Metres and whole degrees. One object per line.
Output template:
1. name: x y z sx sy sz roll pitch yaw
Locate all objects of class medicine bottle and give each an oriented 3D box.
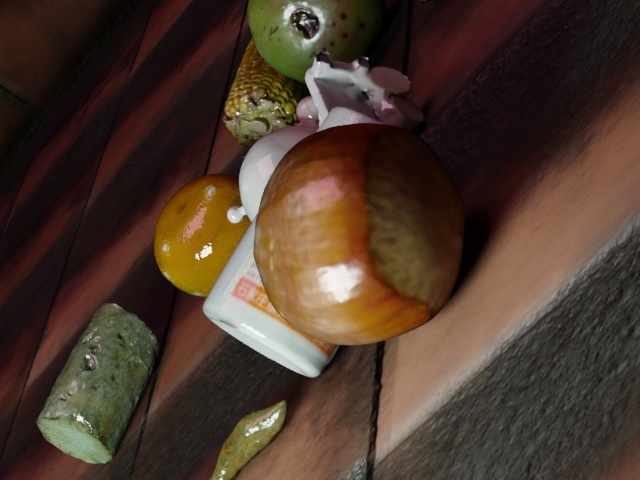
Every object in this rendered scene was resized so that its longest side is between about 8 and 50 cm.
1. medicine bottle: 0.000 0.000 1.801 0.252 0.144 0.144 -61 18 -9

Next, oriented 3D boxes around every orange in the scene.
1. orange: -0.130 -0.005 2.196 0.156 0.124 0.156 -30 39 28

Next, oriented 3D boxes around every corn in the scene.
1. corn: -0.064 -0.212 2.430 0.106 0.106 0.305 -48 15 25

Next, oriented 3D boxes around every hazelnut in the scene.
1. hazelnut: 0.031 -0.007 1.646 0.214 0.176 0.214 -15 54 22

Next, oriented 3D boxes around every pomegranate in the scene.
1. pomegranate: -0.006 -0.287 2.314 0.179 0.179 0.210 -59 -3 -8

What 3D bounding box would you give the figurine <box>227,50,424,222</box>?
1. figurine: -0.008 -0.082 2.007 0.144 0.182 0.257 -13 -29 -46

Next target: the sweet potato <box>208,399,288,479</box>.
1. sweet potato: -0.080 0.211 1.817 0.153 0.038 0.041 -51 -5 23

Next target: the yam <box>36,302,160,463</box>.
1. yam: -0.275 0.177 2.279 0.107 0.107 0.194 -32 28 52
